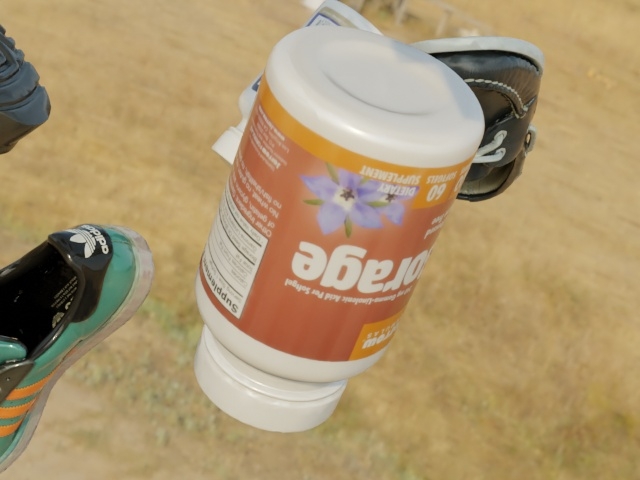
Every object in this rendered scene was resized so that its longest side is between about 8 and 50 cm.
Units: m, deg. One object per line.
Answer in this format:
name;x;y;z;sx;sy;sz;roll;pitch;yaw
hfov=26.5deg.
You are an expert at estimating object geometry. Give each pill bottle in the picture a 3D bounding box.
pill bottle;0.000;0.000;0.759;0.121;0.216;0.121;14;33;-10
pill bottle;-0.014;-0.131;1.318;0.112;0.187;0.112;42;-3;3

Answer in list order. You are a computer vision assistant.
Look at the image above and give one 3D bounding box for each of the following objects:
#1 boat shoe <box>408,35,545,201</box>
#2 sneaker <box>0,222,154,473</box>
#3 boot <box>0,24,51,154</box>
boat shoe;0.122;-0.091;1.073;0.114;0.091;0.302;0;-6;13
sneaker;-0.271;0.097;1.120;0.108;0.302;0.121;45;11;21
boot;-0.373;-0.129;0.894;0.348;0.260;0.131;55;18;-2
